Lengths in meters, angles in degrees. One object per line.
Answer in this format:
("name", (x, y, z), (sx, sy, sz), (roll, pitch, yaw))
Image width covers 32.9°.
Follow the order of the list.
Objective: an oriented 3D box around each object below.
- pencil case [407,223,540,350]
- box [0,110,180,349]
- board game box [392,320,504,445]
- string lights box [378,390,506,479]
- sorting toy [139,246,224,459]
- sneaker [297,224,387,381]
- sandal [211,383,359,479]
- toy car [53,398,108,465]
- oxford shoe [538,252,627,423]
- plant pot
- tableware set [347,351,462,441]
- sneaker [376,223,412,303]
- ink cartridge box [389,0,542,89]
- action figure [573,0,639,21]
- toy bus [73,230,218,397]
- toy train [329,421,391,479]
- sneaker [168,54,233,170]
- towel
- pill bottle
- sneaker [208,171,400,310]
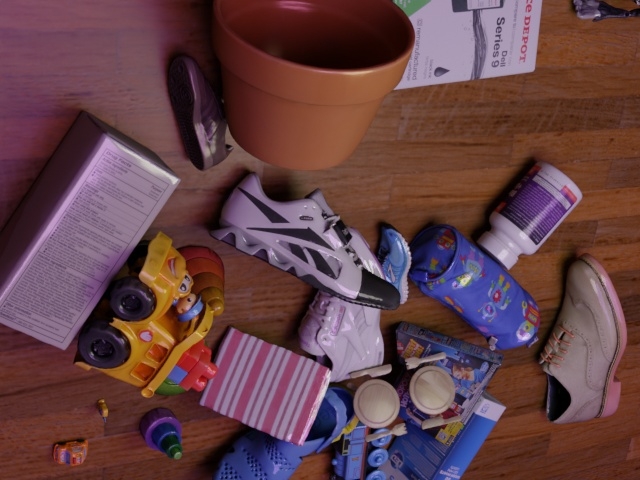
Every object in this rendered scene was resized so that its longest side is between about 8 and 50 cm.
("pencil case", (0.283, 0.095, 1.996), (0.306, 0.119, 0.133), (38, 70, -36))
("box", (-0.359, -0.015, 1.581), (0.148, 0.121, 0.311), (33, 94, -36))
("board game box", (0.205, 0.246, 2.005), (0.194, 0.060, 0.194), (31, 109, 7))
("string lights box", (0.228, 0.387, 2.097), (0.077, 0.133, 0.259), (25, 100, -42))
("sorting toy", (-0.216, 0.199, 1.764), (0.127, 0.126, 0.365), (4, 110, -31))
("sneaker", (0.035, 0.122, 1.873), (0.152, 0.114, 0.305), (-16, 120, -23))
("sandal", (-0.063, 0.353, 1.902), (0.317, 0.126, 0.138), (-41, 169, -14))
("toy car", (-0.392, 0.318, 1.773), (0.060, 0.040, 0.122), (15, 105, -34))
("oxford shoe", (0.518, 0.214, 2.181), (0.146, 0.140, 0.397), (-16, 118, -14))
("plant pot", (-0.025, -0.238, 1.583), (0.291, 0.291, 0.203), (-9, 133, -26))
("tableware set", (0.146, 0.279, 1.935), (0.194, 0.039, 0.128), (-10, 80, -16))
("sneaker", (0.117, 0.049, 1.918), (0.073, 0.063, 0.162), (-13, 118, -20))
("ink cartridge box", (0.207, -0.369, 1.730), (0.289, 0.121, 0.211), (-11, 118, -25))
("action figure", (0.512, -0.454, 1.858), (0.276, 0.141, 0.164), (-4, 109, -57))
("toy bus", (-0.236, 0.129, 1.640), (0.211, 0.149, 0.220), (33, 116, -10))
("toy train", (0.071, 0.400, 2.055), (0.105, 0.080, 0.184), (-4, 117, -18))
("sneaker", (-0.178, -0.201, 1.642), (0.071, 0.066, 0.188), (-32, 132, -33))
("towel", (-0.094, 0.248, 1.840), (0.197, 0.029, 0.144), (23, 81, 0))
("pill bottle", (0.379, -0.043, 1.993), (0.193, 0.108, 0.108), (-48, 127, -1))
("sneaker", (0.000, 0.000, 1.738), (0.330, 0.122, 0.146), (27, 91, -9))
